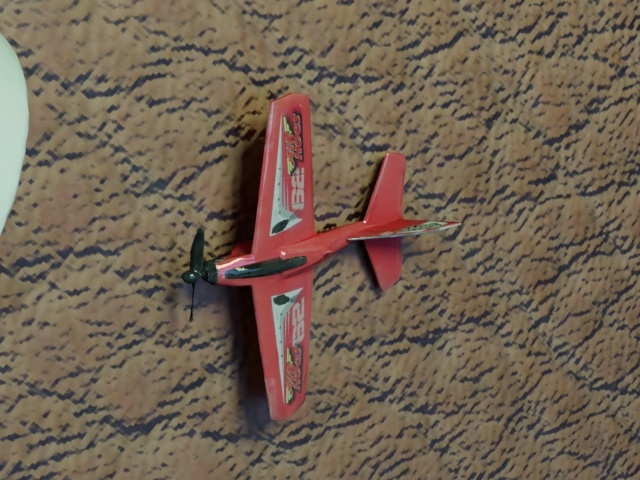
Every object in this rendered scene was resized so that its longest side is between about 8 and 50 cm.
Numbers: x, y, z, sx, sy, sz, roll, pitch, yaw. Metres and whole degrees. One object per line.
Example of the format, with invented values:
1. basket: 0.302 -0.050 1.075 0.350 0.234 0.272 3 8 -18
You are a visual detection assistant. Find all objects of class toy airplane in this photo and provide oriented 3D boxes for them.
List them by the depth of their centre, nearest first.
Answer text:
1. toy airplane: 0.000 0.000 0.633 0.151 0.028 0.151 -14 113 -36

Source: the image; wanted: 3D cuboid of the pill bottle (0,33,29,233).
1. pill bottle: -0.248 -0.080 0.283 0.363 0.210 0.210 41 77 -39
